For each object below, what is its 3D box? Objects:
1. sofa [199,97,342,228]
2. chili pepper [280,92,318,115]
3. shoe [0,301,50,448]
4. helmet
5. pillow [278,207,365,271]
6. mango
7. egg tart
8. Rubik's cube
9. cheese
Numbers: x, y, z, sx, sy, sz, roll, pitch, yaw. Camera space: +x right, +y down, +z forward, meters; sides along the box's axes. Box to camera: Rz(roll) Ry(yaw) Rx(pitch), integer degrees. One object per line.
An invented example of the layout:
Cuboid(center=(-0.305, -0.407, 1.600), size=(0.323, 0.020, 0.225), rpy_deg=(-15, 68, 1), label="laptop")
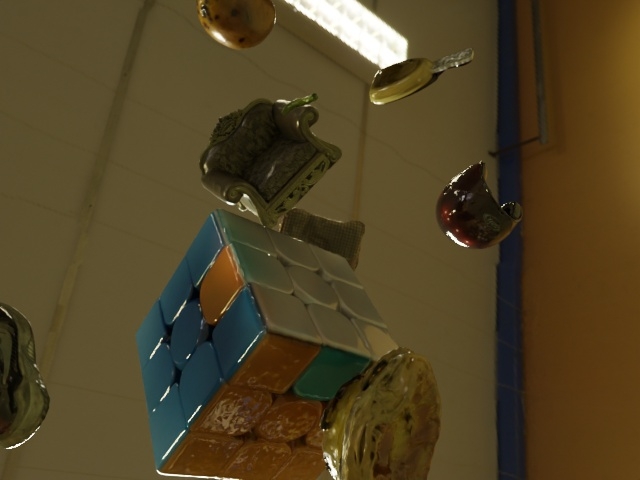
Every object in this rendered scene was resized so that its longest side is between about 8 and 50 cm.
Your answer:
Cuboid(center=(-0.118, -0.175, 1.225), size=(0.258, 0.200, 0.182), rpy_deg=(-46, -59, -6), label="sofa")
Cuboid(center=(-0.037, -0.250, 1.085), size=(0.030, 0.083, 0.017), rpy_deg=(-46, -65, -48), label="chili pepper")
Cuboid(center=(-0.431, 0.155, 0.758), size=(0.227, 0.099, 0.112), rpy_deg=(51, -178, 29), label="shoe")
Cuboid(center=(0.388, -0.074, 1.495), size=(0.189, 0.216, 0.193), rpy_deg=(42, -96, -18), label="helmet")
Cuboid(center=(-0.001, 0.003, 1.431), size=(0.211, 0.034, 0.135), rpy_deg=(11, -83, -13), label="pillow")
Cuboid(center=(-0.143, -0.391, 1.033), size=(0.178, 0.090, 0.115), rpy_deg=(6, -75, -67), label="mango")
Cuboid(center=(0.073, 0.246, 0.747), size=(0.241, 0.106, 0.241), rpy_deg=(-18, -68, -54), label="egg tart")
Cuboid(center=(-0.089, 0.175, 0.951), size=(0.291, 0.291, 0.290), rpy_deg=(22, -156, -36), label="Rubik's cube")
Cuboid(center=(0.155, -0.256, 0.913), size=(0.036, 0.162, 0.086), rpy_deg=(58, -143, -30), label="cheese")
